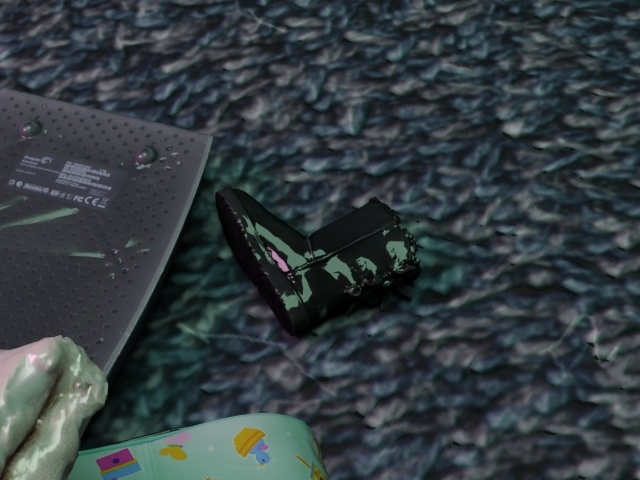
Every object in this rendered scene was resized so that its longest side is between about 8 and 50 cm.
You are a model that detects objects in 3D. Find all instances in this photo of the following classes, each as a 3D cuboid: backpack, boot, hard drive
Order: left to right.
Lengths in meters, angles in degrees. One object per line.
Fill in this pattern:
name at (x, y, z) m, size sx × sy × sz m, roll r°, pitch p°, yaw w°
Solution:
hard drive at (-0.180, 0.018, 0.821) m, size 0.172 × 0.054 × 0.254 m, roll 13°, pitch 50°, yaw 10°
backpack at (-0.069, 0.170, 0.619) m, size 0.188 × 0.166 × 0.144 m, roll -19°, pitch 48°, yaw -16°
boot at (0.000, -0.001, 0.849) m, size 0.099 × 0.045 × 0.121 m, roll -25°, pitch 62°, yaw -18°

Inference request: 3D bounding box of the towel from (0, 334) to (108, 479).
towel at (-0.246, 0.188, 0.530) m, size 0.332 × 0.053 × 0.317 m, roll -15°, pitch 40°, yaw 48°
